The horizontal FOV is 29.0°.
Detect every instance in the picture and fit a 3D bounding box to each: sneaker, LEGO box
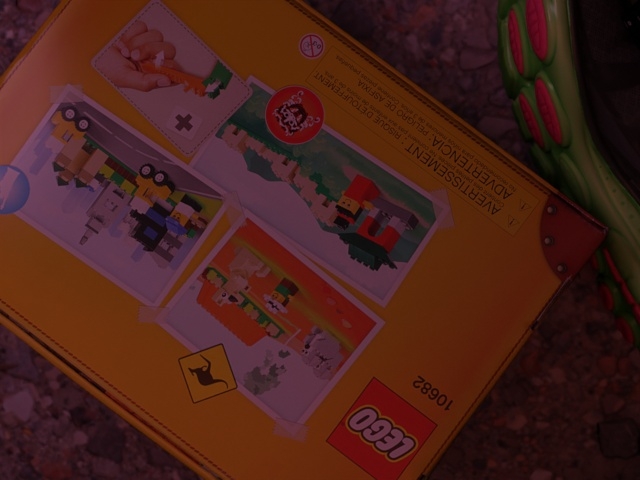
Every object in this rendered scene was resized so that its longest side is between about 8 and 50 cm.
[{"bbox_3d":[0.306,-0.100,1.127,0.202,0.185,0.483,-26,100,-5],"label":"sneaker"},{"bbox_3d":[-0.062,0.000,1.112,0.500,0.193,0.372,37,85,3],"label":"LEGO box"}]

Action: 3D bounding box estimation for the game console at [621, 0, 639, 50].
[{"bbox_3d":[0.298,-0.280,1.018,0.213,0.044,0.361,-38,99,-23],"label":"game console"}]
